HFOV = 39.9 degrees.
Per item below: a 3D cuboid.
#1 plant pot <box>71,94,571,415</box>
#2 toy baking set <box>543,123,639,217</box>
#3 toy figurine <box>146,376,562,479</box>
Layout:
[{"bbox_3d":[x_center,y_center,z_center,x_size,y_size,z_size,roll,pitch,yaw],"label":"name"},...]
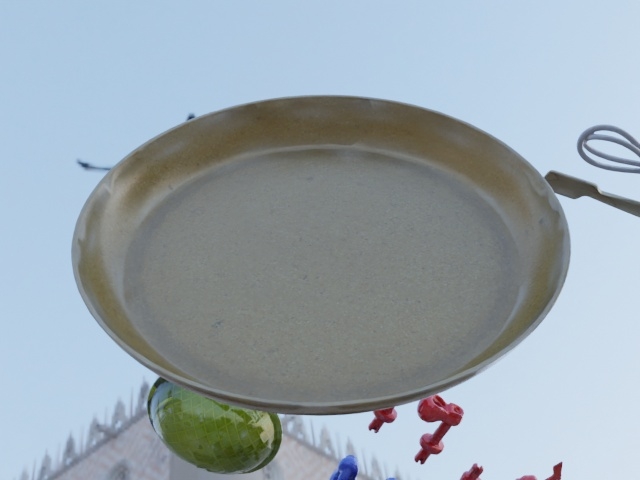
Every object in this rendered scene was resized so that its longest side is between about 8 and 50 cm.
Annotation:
[{"bbox_3d":[0.000,0.000,0.434,0.236,0.236,0.032,-5,-51,-5],"label":"plant pot"},{"bbox_3d":[0.351,-0.068,0.831,0.196,0.030,0.256,34,-34,-32],"label":"toy baking set"},{"bbox_3d":[0.010,0.226,0.696,0.362,0.217,0.191,31,-63,-4],"label":"toy figurine"}]
